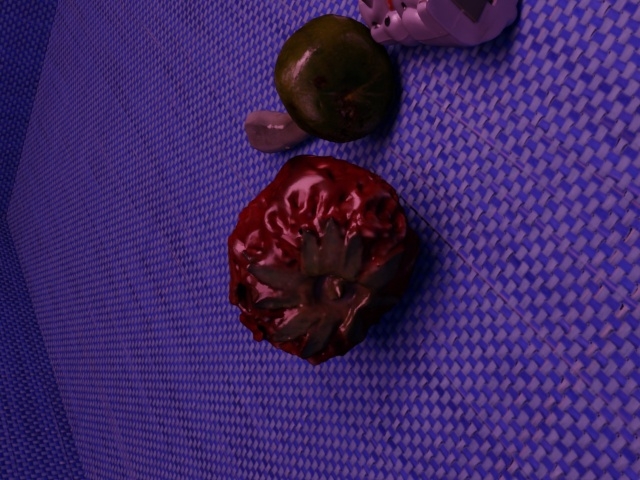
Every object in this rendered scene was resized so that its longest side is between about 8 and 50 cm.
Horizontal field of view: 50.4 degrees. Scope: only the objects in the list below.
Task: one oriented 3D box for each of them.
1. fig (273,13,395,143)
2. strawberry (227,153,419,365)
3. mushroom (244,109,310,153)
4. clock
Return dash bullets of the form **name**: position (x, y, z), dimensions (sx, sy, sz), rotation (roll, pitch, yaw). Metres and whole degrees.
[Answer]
- **fig**: position (0.000, -0.277, 1.154), dimensions (0.235, 0.203, 0.203), rotation (33, 113, 59)
- **strawberry**: position (0.000, 0.000, 1.103), dimensions (0.345, 0.295, 0.317), rotation (-91, 3, -65)
- **mushroom**: position (-0.055, -0.225, 1.301), dimensions (0.223, 0.081, 0.092), rotation (-11, 99, 48)
- **clock**: position (0.145, -0.365, 1.004), dimensions (0.254, 0.189, 0.189), rotation (15, 99, 57)
